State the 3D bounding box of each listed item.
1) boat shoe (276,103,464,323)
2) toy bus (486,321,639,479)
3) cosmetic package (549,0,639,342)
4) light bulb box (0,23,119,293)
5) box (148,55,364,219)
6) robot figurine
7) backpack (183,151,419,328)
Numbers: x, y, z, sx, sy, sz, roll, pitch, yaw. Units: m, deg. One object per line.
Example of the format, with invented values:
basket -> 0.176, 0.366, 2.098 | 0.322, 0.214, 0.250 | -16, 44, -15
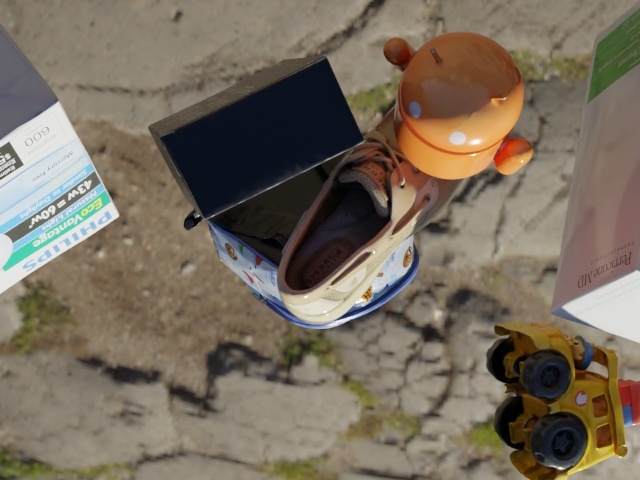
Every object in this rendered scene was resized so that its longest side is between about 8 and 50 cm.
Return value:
boat shoe -> 0.072, -0.057, 1.484 | 0.121, 0.341, 0.110 | 32, 171, 16
toy bus -> 0.359, 0.210, 1.841 | 0.211, 0.149, 0.220 | -12, 99, -15
cosmetic package -> 0.388, -0.084, 1.454 | 0.155, 0.366, 0.197 | 20, 157, -13
light bulb box -> -0.526, -0.088, 1.877 | 0.358, 0.225, 0.361 | -35, 157, -10
box -> -0.076, -0.115, 1.407 | 0.184, 0.261, 0.103 | -29, 101, -5
robot figurine -> 0.138, -0.138, 1.349 | 0.128, 0.158, 0.219 | -10, 169, -3
backpack -> 0.000, 0.000, 1.805 | 0.276, 0.263, 0.213 | -36, 130, -16
